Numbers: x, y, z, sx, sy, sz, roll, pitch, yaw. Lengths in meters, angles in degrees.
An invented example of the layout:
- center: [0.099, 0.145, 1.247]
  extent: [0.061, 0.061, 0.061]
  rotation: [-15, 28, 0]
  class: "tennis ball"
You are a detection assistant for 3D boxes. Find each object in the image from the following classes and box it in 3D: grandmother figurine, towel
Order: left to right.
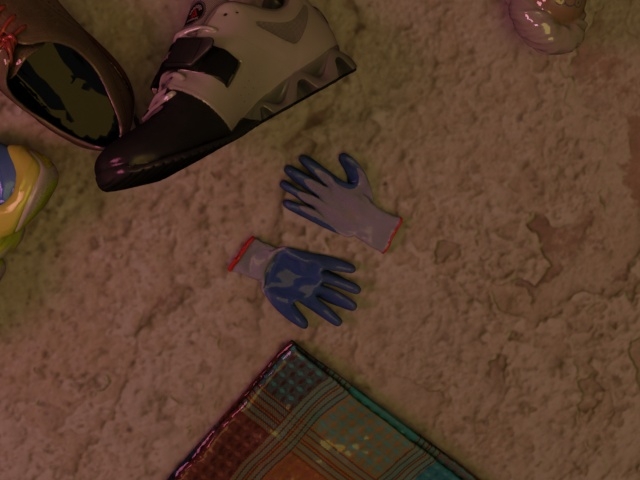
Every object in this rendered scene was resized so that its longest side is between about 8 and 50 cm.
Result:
- center: [0.016, 0.321, 1.584]
  extent: [0.370, 0.040, 0.271]
  rotation: [39, 93, -22]
  class: "towel"
- center: [0.260, -0.368, 1.400]
  extent: [0.207, 0.104, 0.342]
  rotation: [4, 103, -7]
  class: "grandmother figurine"

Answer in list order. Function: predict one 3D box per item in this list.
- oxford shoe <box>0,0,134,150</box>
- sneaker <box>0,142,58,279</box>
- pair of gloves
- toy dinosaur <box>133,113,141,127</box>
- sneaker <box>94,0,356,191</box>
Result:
- center: [-0.309, -0.218, 1.277]
  extent: [0.348, 0.130, 0.123]
  rotation: [39, 95, -22]
  class: "oxford shoe"
- center: [-0.377, -0.009, 1.363]
  extent: [0.126, 0.091, 0.240]
  rotation: [34, 96, -4]
  class: "sneaker"
- center: [0.000, 0.000, 1.487]
  extent: [0.159, 0.023, 0.198]
  rotation: [29, 98, -21]
  class: "pair of gloves"
- center: [-0.156, -0.129, 1.407]
  extent: [0.082, 0.047, 0.090]
  rotation: [-14, 144, -19]
  class: "toy dinosaur"
- center: [-0.117, -0.162, 1.315]
  extent: [0.330, 0.122, 0.146]
  rotation: [-37, 101, -40]
  class: "sneaker"
